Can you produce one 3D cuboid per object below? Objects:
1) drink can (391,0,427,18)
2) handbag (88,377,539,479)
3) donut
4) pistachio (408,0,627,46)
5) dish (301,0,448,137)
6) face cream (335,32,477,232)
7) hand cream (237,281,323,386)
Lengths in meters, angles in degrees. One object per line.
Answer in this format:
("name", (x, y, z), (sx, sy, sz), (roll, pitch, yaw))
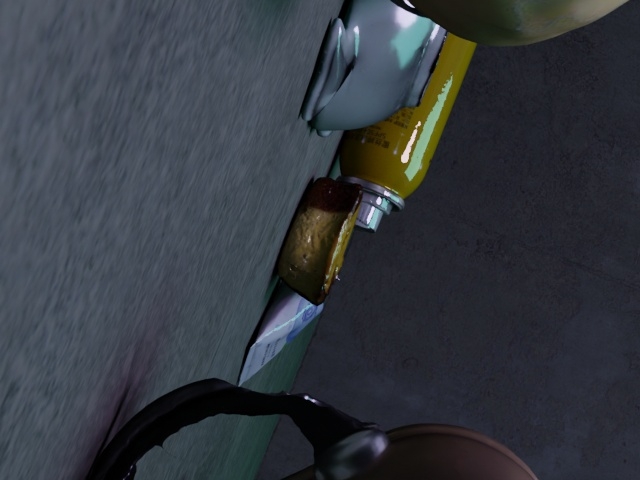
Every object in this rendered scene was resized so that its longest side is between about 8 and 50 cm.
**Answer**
("drink can", (0.121, -0.267, 0.897), (0.235, 0.097, 0.097), (-56, 171, -34))
("handbag", (-0.009, 0.201, 0.607), (0.302, 0.283, 0.149), (-27, 176, 0))
("donut", (0.000, 0.000, 1.215), (0.140, 0.059, 0.140), (22, 90, -86))
("pistachio", (0.112, -0.202, 0.615), (0.299, 0.187, 0.187), (-72, -179, -62))
("dish", (0.059, -0.160, 0.966), (0.246, 0.078, 0.224), (-63, 175, -57))
("face cream", (0.105, -0.174, 1.419), (0.105, 0.105, 0.349), (93, 19, -80))
("hand cream", (-0.039, 0.086, 1.288), (0.142, 0.053, 0.084), (-54, 169, -36))
